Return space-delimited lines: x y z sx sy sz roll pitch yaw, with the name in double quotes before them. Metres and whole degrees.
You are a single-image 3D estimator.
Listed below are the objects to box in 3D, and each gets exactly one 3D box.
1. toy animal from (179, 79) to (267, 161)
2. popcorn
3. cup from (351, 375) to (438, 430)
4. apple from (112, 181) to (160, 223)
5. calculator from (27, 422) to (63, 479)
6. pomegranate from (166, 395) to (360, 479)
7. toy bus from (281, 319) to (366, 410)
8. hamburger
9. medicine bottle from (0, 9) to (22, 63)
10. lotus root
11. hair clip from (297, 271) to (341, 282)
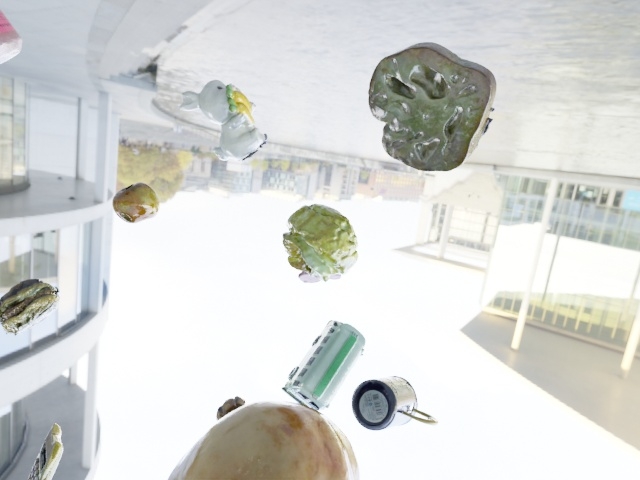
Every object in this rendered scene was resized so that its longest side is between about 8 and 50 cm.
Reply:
"toy animal" -0.329 -0.432 1.535 0.247 0.310 0.182 -23 -158 38
"popcorn" 0.000 0.000 1.165 0.184 0.204 0.221 -38 -142 -18
"cup" 0.264 0.564 1.529 0.255 0.178 0.256 -15 159 22
"apple" -0.483 -0.096 1.152 0.099 0.102 0.114 -1 -149 48
"calculator" -0.728 0.612 1.130 0.033 0.236 0.157 29 169 -32
"pomegranate" -0.111 0.502 0.882 0.412 0.411 0.411 8 -169 -1
"toy bus" 0.024 0.375 1.331 0.134 0.276 0.165 40 153 -5
"hamburger" -0.927 0.205 1.386 0.183 0.130 0.206 -41 -173 -38
"medicine bottle" -0.698 -0.449 0.811 0.147 0.247 0.147 -21 -151 12
"lotus root" 0.331 -0.393 1.298 0.375 0.390 0.111 -19 -161 41
"hair clip" -0.010 0.127 1.624 0.123 0.138 0.102 40 -170 -49
